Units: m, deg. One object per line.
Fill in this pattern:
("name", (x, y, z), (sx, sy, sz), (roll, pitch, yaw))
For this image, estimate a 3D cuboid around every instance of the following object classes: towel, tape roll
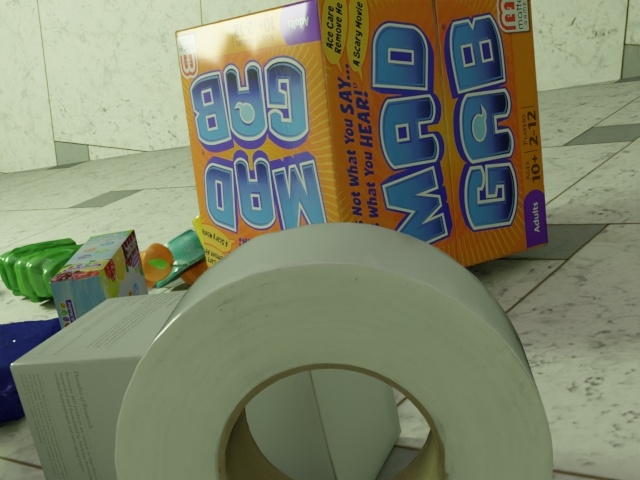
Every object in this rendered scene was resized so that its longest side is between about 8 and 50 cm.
("towel", (-0.499, 0.196, 1.289), (0.308, 0.076, 0.227), (-10, 22, 10))
("tape roll", (0.011, 0.135, 0.658), (0.286, 0.286, 0.100), (-11, 14, 7))

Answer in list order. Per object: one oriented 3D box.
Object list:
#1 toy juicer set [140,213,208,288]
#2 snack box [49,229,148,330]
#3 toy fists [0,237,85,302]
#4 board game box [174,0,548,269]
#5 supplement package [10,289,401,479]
("toy juicer set", (-0.246, 0.054, 1.573), (0.209, 0.089, 0.329), (-33, 0, -21))
("snack box", (-0.270, 0.098, 1.235), (0.070, 0.174, 0.207), (-9, 15, 4))
("toy fists", (-0.495, 0.055, 1.744), (0.142, 0.096, 0.279), (-11, 10, -32))
("board game box", (0.056, -0.147, 1.348), (0.356, 0.356, 0.356), (-13, 11, -34))
("supplement package", (-0.098, 0.150, 0.895), (0.293, 0.175, 0.177), (-7, 15, 23))
